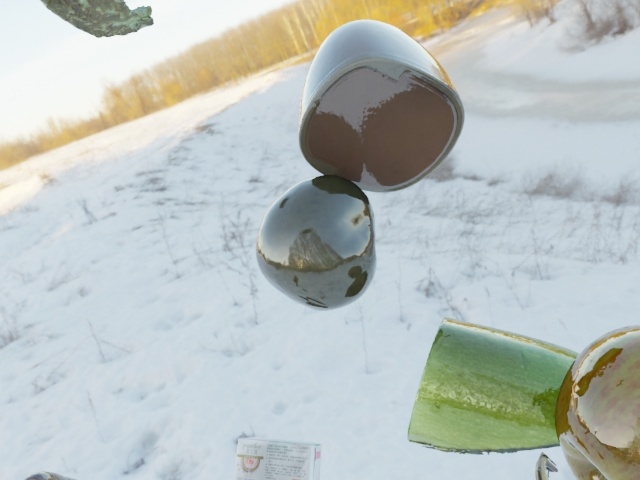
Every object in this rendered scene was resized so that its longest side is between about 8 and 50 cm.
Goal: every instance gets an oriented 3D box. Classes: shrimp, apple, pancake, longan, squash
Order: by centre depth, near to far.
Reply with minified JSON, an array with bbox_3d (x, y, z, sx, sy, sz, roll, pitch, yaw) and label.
[{"bbox_3d":[0.428,0.240,0.741,0.265,0.264,0.264,-20,16,6],"label":"apple"},{"bbox_3d":[0.334,0.261,0.998,0.309,0.210,0.233,16,28,16],"label":"squash"},{"bbox_3d":[0.000,0.000,1.074,0.246,0.245,0.215,-17,0,18],"label":"longan"},{"bbox_3d":[0.454,0.491,1.133,0.034,0.178,0.124,-27,14,29],"label":"shrimp"},{"bbox_3d":[-0.550,-0.590,1.369,0.054,0.197,0.377,17,-2,35],"label":"pancake"}]

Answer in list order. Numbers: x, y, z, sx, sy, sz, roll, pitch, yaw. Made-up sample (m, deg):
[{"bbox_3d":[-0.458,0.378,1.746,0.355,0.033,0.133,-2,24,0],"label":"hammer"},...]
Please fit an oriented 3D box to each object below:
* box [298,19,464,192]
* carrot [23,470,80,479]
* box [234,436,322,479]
[{"bbox_3d":[0.100,-0.267,1.124,0.301,0.301,0.216,-18,46,12],"label":"box"},{"bbox_3d":[-0.394,0.406,0.932,0.059,0.059,0.247,-22,-28,-1],"label":"carrot"},{"bbox_3d":[-0.101,0.545,1.393,0.199,0.135,0.081,-1,-16,19],"label":"box"}]
